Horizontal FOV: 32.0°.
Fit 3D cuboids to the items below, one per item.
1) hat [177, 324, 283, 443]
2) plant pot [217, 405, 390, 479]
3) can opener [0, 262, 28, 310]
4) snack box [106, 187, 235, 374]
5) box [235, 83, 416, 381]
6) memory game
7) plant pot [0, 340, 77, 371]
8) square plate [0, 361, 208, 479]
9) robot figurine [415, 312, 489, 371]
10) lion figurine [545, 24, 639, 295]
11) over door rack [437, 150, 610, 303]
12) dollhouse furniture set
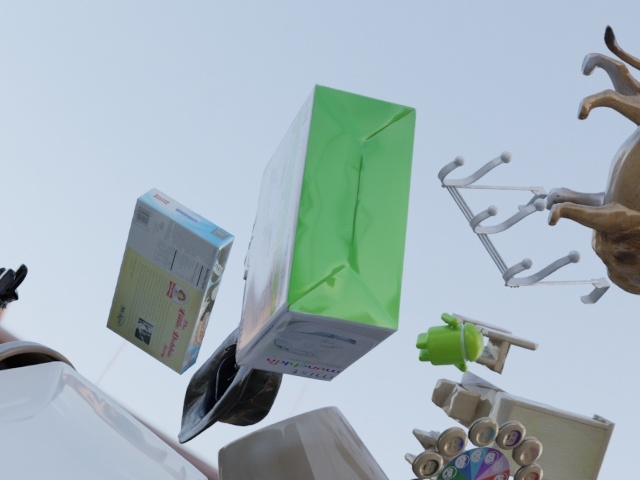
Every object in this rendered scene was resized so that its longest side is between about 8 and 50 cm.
[{"bbox_3d":[-0.161,0.307,2.341,0.134,0.331,0.331,34,-34,-19],"label":"hat"},{"bbox_3d":[-0.016,0.402,1.600,0.323,0.323,0.280,-42,-115,54],"label":"plant pot"},{"bbox_3d":[-0.584,0.082,2.068,0.073,0.059,0.186,57,-29,-2],"label":"can opener"},{"bbox_3d":[-0.287,0.082,2.098,0.187,0.060,0.322,31,-55,15],"label":"snack box"},{"bbox_3d":[0.000,0.000,1.247,0.127,0.262,0.231,12,-24,-13],"label":"box"},{"bbox_3d":[0.173,0.280,1.270,0.186,0.186,0.012,58,-3,-34],"label":"memory game"},{"bbox_3d":[-0.652,0.314,2.270,0.229,0.263,0.263,14,-35,49],"label":"plant pot"},{"bbox_3d":[-0.324,0.200,0.958,0.347,0.344,0.049,20,-66,55],"label":"square plate"},{"bbox_3d":[0.218,0.172,1.846,0.115,0.067,0.101,-8,-69,16],"label":"robot figurine"},{"bbox_3d":[0.483,-0.108,1.682,0.240,0.142,0.392,13,-73,3],"label":"lion figurine"},{"bbox_3d":[0.363,-0.026,1.896,0.108,0.239,0.324,-43,-32,26],"label":"over door rack"},{"bbox_3d":[0.417,0.397,2.458,0.256,0.362,0.394,18,2,-19],"label":"dollhouse furniture set"}]
